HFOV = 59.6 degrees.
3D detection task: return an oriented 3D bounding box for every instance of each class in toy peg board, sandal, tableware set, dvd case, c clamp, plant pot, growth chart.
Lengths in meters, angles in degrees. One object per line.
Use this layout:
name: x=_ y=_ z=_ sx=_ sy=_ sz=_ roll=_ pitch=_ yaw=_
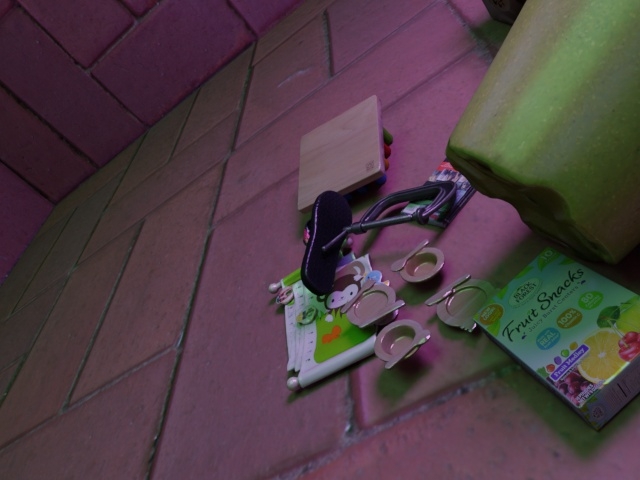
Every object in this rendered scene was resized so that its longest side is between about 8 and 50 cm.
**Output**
toy peg board: x=0.050 y=-0.125 z=0.918 sx=0.161 sy=0.079 sz=0.161 roll=-24 pitch=50 yaw=33
sandal: x=0.000 y=0.000 z=0.766 sx=0.040 sy=0.067 sz=0.179 roll=-30 pitch=32 yaw=42
tableware set: x=0.102 y=0.067 z=0.611 sx=0.141 sy=0.020 sz=0.169 roll=-37 pitch=31 yaw=-5
dvd case: x=0.170 y=-0.071 z=0.739 sx=0.119 sy=0.013 sz=0.087 roll=-49 pitch=29 yaw=-11
c clamp: x=0.096 y=-0.032 z=0.725 sx=0.160 sy=0.022 sz=0.137 roll=-14 pitch=22 yaw=41
plant pot: x=0.254 y=-0.128 z=0.487 sx=0.254 sy=0.276 sz=0.276 roll=-53 pitch=28 yaw=5
growth chart: x=0.011 y=0.085 z=0.725 sx=0.172 sy=0.021 sz=0.237 roll=-36 pitch=30 yaw=11

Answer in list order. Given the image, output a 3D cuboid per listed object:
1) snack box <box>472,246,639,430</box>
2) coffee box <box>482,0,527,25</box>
snack box: x=0.209 y=0.074 z=0.470 sx=0.100 sy=0.037 sz=0.141 roll=-42 pitch=28 yaw=0
coffee box: x=0.328 y=-0.414 z=0.836 sx=0.118 sy=0.168 sz=0.297 roll=-37 pitch=30 yaw=11
